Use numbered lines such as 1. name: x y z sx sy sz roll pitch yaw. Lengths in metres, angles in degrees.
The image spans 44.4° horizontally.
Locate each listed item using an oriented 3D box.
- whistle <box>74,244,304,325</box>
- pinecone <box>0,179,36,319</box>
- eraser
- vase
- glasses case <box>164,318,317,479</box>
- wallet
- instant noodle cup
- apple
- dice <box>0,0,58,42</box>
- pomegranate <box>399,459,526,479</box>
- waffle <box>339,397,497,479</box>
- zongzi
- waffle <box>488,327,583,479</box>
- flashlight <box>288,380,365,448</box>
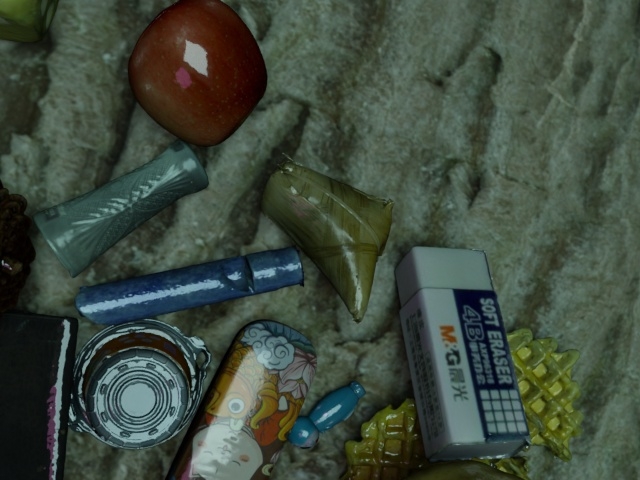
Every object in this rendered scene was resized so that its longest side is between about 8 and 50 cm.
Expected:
1. whistle: -0.175 0.064 1.068 0.304 0.062 0.062 -11 93 -14
2. pinecone: -0.448 0.013 0.936 0.207 0.208 0.208 0 90 -14
3. eraser: 0.191 0.153 1.086 0.130 0.086 0.287 2 60 -15
4. vase: -0.256 -0.049 1.034 0.219 0.096 0.096 -33 97 -14
5. glasses case: -0.113 0.262 1.070 0.122 0.082 0.321 28 84 -18
6. wallet: -0.402 0.248 1.005 0.170 0.044 0.321 4 89 8
7. instant noodle cup: -0.236 0.197 1.018 0.208 0.125 0.177 -39 99 -10
8. apple: -0.155 -0.217 1.010 0.168 0.181 0.181 44 81 -8
9. dice: -0.407 -0.349 0.957 0.169 0.166 0.169 13 87 -13
10. pomegranate: 0.175 0.427 0.920 0.332 0.332 0.332 0 90 -14
11. waffle: 0.131 0.367 1.114 0.280 0.060 0.262 -38 89 5
12. zongzi: 0.000 0.000 1.060 0.194 0.099 0.197 24 51 -10
13. waffle: 0.274 0.253 1.176 0.261 0.056 0.250 6 89 -8
14. flashlight: 0.007 0.246 1.118 0.129 0.051 0.051 -38 98 -15
